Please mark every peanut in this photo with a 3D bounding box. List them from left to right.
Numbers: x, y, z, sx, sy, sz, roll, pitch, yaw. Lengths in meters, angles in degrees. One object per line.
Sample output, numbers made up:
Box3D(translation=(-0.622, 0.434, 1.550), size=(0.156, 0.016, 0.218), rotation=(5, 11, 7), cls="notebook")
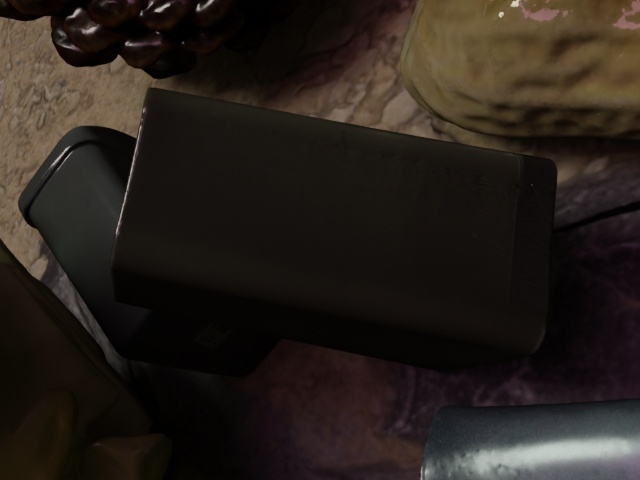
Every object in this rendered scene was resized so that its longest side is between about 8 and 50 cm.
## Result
Box3D(translation=(0.190, -0.138, 0.487), size=(0.313, 0.152, 0.152), rotation=(11, 79, 36), cls="peanut")

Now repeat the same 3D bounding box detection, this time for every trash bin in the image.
Box3D(translation=(-0.146, 0.003, 0.658), size=(0.101, 0.176, 0.236), rotation=(-50, 56, 9), cls="trash bin")
Box3D(translation=(0.000, 0.000, 0.476), size=(0.164, 0.240, 0.122), rotation=(140, 140, -70), cls="trash bin")

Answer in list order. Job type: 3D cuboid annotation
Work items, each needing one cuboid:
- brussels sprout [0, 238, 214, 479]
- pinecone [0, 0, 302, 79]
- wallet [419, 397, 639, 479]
Box3D(translation=(-0.312, 0.177, 0.526), size=(0.361, 0.425, 0.342), rotation=(-41, 26, -16), cls="brussels sprout")
Box3D(translation=(-0.162, -0.351, 0.707), size=(0.397, 0.397, 0.398), rotation=(-14, 65, 32), cls="pinecone")
Box3D(translation=(0.176, 0.227, 0.412), size=(0.251, 0.054, 0.291), rotation=(-14, 66, 33), cls="wallet")
